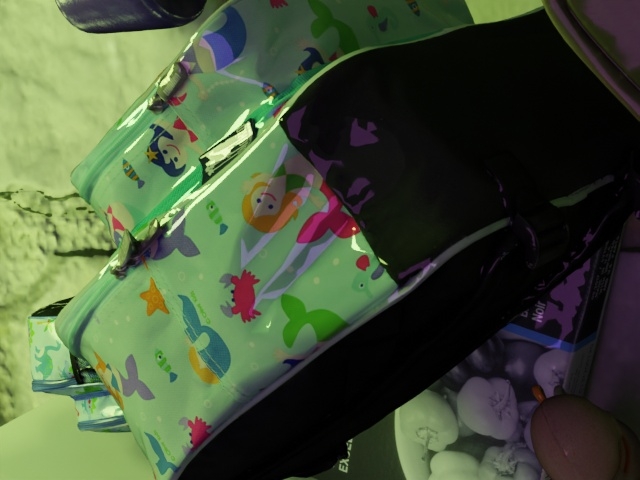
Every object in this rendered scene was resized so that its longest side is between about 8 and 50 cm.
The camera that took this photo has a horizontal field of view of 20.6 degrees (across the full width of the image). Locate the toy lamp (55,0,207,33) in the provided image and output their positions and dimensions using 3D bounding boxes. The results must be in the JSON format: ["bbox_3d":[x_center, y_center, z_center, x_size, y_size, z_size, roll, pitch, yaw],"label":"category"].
[{"bbox_3d":[-0.023,-0.170,0.908,0.274,0.080,0.080,-15,96,32],"label":"toy lamp"}]

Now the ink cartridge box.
[{"bbox_3d":[0.045,0.044,0.948,0.208,0.045,0.206,20,112,26],"label":"ink cartridge box"}]

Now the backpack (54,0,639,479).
[{"bbox_3d":[0.000,0.000,0.805,0.191,0.225,0.253,50,128,14],"label":"backpack"}]

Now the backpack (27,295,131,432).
[{"bbox_3d":[-0.107,0.067,1.001,0.114,0.105,0.084,-5,88,35],"label":"backpack"}]

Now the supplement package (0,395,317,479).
[{"bbox_3d":[-0.109,0.222,1.022,0.194,0.149,0.203,17,112,25],"label":"supplement package"}]

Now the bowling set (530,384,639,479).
[{"bbox_3d":[0.226,0.163,0.796,0.200,0.154,0.287,-28,72,12],"label":"bowling set"}]

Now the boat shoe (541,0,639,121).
[{"bbox_3d":[0.210,-0.023,0.699,0.110,0.104,0.307,-34,83,24],"label":"boat shoe"}]
